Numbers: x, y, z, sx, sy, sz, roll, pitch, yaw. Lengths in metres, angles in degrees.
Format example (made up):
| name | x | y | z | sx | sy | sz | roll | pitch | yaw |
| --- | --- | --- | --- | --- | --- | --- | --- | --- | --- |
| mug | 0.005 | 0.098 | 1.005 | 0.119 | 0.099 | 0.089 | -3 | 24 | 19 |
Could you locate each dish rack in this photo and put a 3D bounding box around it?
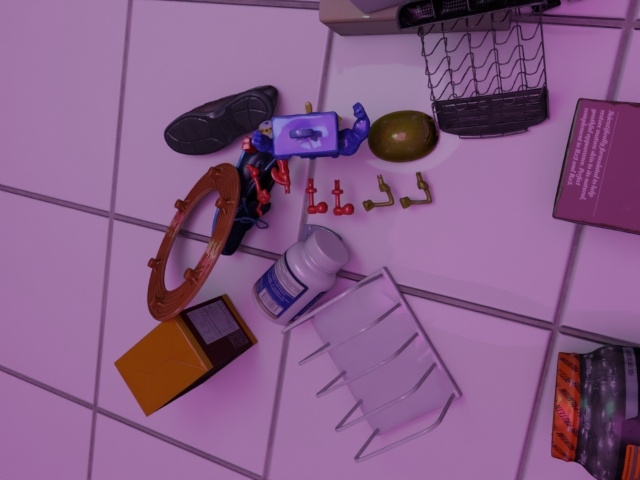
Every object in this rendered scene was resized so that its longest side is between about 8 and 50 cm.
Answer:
| name | x | y | z | sx | sy | sz | roll | pitch | yaw |
| --- | --- | --- | --- | --- | --- | --- | --- | --- | --- |
| dish rack | 0.250 | -0.269 | 0.863 | 0.208 | 0.074 | 0.272 | 0 | 133 | 27 |

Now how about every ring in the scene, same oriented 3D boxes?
| name | x | y | z | sx | sy | sz | roll | pitch | yaw |
| --- | --- | --- | --- | --- | --- | --- | --- | --- | --- |
| ring | -0.262 | -0.006 | 1.087 | 0.336 | 0.032 | 0.337 | -37 | 38 | 36 |

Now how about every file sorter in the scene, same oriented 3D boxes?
| name | x | y | z | sx | sy | sz | roll | pitch | yaw |
| --- | --- | --- | --- | --- | --- | --- | --- | --- | --- |
| file sorter | 0.087 | 0.225 | 1.005 | 0.192 | 0.173 | 0.278 | -33 | 83 | 24 |

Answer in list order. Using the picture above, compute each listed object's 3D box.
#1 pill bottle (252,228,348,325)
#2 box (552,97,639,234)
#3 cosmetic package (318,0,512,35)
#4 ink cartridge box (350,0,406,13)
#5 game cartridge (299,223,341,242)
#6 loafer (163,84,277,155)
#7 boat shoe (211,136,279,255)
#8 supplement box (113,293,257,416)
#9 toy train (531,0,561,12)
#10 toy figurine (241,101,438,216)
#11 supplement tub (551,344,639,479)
| name | x | y | z | sx | sy | sz | roll | pitch | yaw |
| --- | --- | --- | --- | --- | --- | --- | --- | --- | --- |
| pill bottle | -0.036 | 0.068 | 1.062 | 0.186 | 0.112 | 0.112 | -44 | 78 | 28 |
| box | 0.438 | -0.102 | 0.797 | 0.166 | 0.203 | 0.169 | 13 | 101 | 22 |
| cosmetic package | 0.162 | -0.438 | 0.929 | 0.309 | 0.113 | 0.160 | 6 | 98 | 24 |
| ink cartridge box | 0.140 | -0.472 | 0.766 | 0.269 | 0.197 | 0.198 | -6 | 92 | 24 |
| game cartridge | 0.000 | 0.000 | 1.102 | 0.083 | 0.017 | 0.056 | 22 | 108 | 20 |
| loafer | -0.200 | -0.248 | 1.139 | 0.267 | 0.084 | 0.096 | -13 | 122 | 28 |
| boat shoe | -0.143 | -0.080 | 1.108 | 0.089 | 0.109 | 0.258 | 26 | 108 | 16 |
| supplement box | -0.274 | 0.232 | 1.150 | 0.191 | 0.194 | 0.129 | -39 | 81 | 22 |
| toy train | 0.411 | -0.394 | 0.866 | 0.158 | 0.036 | 0.027 | -12 | 69 | 26 |
| toy figurine | 0.015 | -0.143 | 0.933 | 0.362 | 0.217 | 0.191 | 0 | 89 | 11 |
| supplement tub | 0.520 | 0.266 | 0.801 | 0.337 | 0.207 | 0.207 | 5 | 98 | 23 |
